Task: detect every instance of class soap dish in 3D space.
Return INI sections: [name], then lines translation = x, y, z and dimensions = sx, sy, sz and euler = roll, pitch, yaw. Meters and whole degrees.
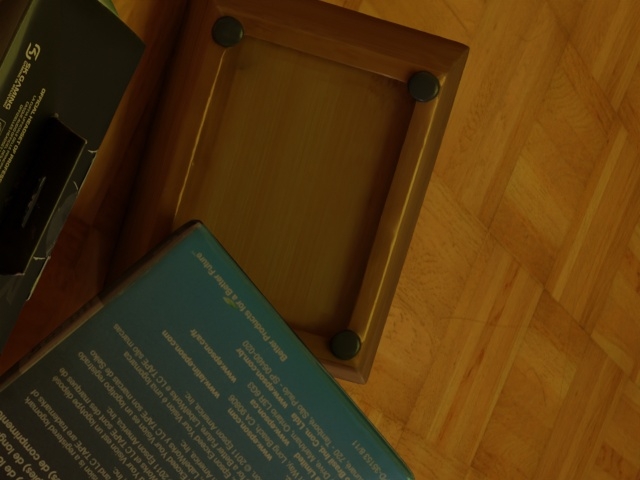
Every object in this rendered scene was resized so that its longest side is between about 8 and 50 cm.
[soap dish]
translation = -0.028, -0.046, 1.424
dimensions = 0.118, 0.229, 0.291
euler = -114, -139, -81

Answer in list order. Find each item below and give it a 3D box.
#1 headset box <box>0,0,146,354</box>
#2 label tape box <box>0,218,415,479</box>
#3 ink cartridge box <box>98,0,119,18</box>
[headset box]
translation = -0.247, -0.058, 0.940
dimensions = 0.218, 0.293, 0.110
euler = -65, 153, -8
[label tape box]
translation = -0.144, 0.187, 1.312
dimensions = 0.347, 0.249, 0.115
euler = -40, -173, -3
[ink cartridge box]
translation = -0.212, -0.228, 1.030
dimensions = 0.056, 0.181, 0.225
euler = -30, 151, 6
